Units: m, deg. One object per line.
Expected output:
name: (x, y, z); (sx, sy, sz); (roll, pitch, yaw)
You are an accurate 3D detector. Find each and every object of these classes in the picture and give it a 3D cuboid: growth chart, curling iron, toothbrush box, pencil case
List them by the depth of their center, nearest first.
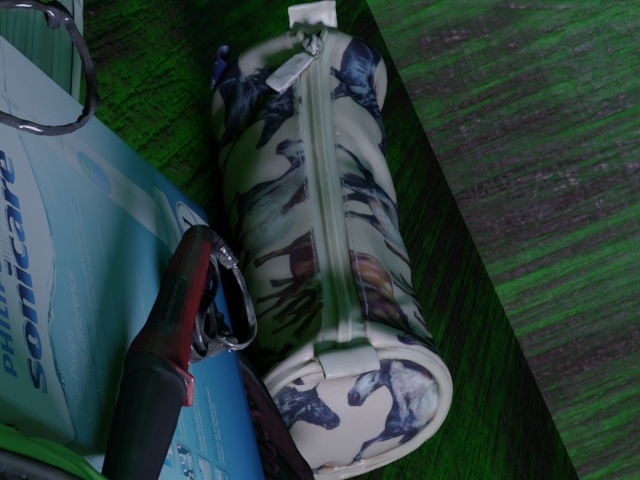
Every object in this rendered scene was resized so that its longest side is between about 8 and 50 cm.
curling iron: (-0.067, 0.071, 0.862); (0.274, 0.035, 0.068); (-77, 144, -64)
toothbrush box: (-0.150, 0.042, 0.923); (0.295, 0.126, 0.216); (45, 28, -60)
growth chart: (-0.170, -0.106, 1.112); (0.237, 0.021, 0.172); (-50, 145, -81)
pencil case: (0.000, 0.000, 1.500); (0.183, 0.160, 0.410); (78, 2, -45)

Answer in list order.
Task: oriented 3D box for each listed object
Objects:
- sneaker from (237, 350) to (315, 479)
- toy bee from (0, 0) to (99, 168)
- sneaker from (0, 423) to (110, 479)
sneaker: (-0.067, 0.147, 1.176); (0.162, 0.106, 0.281); (62, 3, -1)
toy bee: (-0.262, -0.110, 0.762); (0.195, 0.162, 0.298); (-33, 88, -45)
sneaker: (-0.077, 0.257, 0.683); (0.483, 0.185, 0.202); (60, -2, -26)
